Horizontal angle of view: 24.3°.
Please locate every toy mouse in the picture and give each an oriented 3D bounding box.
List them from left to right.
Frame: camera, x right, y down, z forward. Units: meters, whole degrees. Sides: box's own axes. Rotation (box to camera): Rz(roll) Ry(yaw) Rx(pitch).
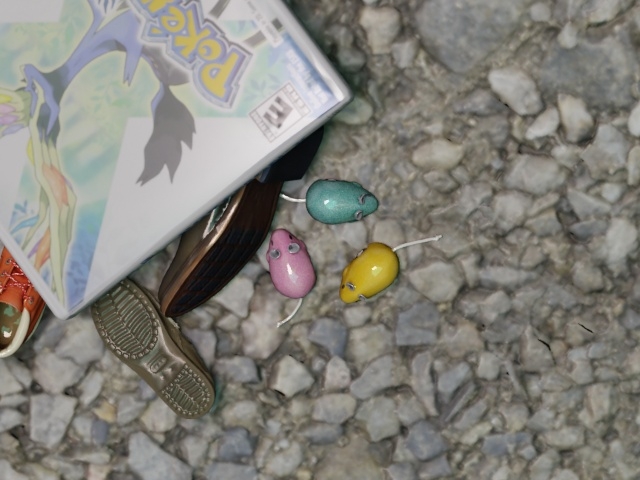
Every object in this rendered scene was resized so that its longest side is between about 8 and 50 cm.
[{"bbox_3d":[0.000,0.000,1.277,0.161,0.031,0.143,-41,101,6],"label":"toy mouse"}]

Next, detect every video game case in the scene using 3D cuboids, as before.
[{"bbox_3d":[-0.186,-0.153,1.180,0.300,0.036,0.329,-37,87,11],"label":"video game case"}]

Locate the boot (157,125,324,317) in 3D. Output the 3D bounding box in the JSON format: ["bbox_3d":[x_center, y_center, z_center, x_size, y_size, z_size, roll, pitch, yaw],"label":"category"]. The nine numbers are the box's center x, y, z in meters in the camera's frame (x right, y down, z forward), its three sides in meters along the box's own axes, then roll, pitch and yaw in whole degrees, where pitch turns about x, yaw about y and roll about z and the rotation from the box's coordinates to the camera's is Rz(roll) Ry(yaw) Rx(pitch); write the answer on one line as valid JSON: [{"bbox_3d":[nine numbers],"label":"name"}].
[{"bbox_3d":[-0.093,-0.044,1.251,0.106,0.082,0.219,44,109,23],"label":"boot"}]

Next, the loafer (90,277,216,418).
[{"bbox_3d":[-0.144,0.092,1.283,0.056,0.050,0.148,-37,86,5],"label":"loafer"}]

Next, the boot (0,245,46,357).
[{"bbox_3d":[-0.244,0.024,1.245,0.059,0.084,0.158,18,99,-5],"label":"boot"}]
